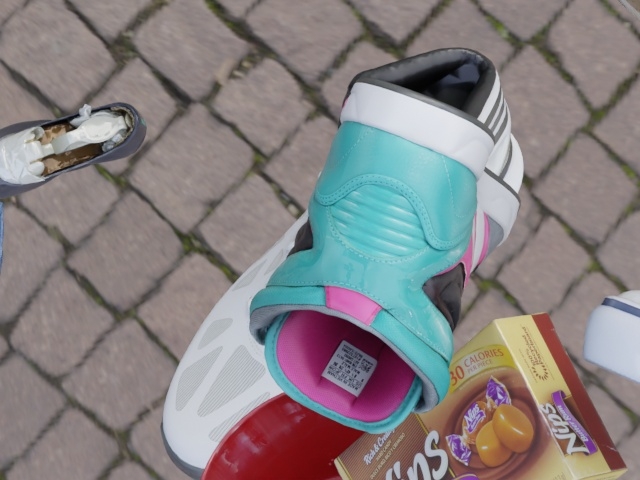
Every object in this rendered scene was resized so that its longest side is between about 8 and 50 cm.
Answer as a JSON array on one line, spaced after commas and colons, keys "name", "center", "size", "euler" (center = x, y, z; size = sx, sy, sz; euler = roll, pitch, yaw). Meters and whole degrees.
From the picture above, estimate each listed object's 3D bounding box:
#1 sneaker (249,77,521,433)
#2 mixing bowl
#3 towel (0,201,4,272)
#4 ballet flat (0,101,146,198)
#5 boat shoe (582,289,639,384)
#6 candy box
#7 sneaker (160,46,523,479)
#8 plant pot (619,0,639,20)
[{"name": "sneaker", "center": [0.044, 0.026, 0.906], "size": [0.123, 0.295, 0.178], "euler": [22, 85, 14]}, {"name": "mixing bowl", "center": [0.003, 0.213, 1.175], "size": [0.181, 0.181, 0.098], "euler": [-37, 132, -5]}, {"name": "towel", "center": [-0.321, 0.003, 1.360], "size": [0.067, 0.119, 0.029], "euler": [-8, 124, -6]}, {"name": "ballet flat", "center": [-0.270, -0.095, 1.512], "size": [0.203, 0.074, 0.074], "euler": [-18, 106, -18]}, {"name": "boat shoe", "center": [0.327, 0.048, 0.772], "size": [0.367, 0.136, 0.157], "euler": [15, 89, 21]}, {"name": "candy box", "center": [0.093, 0.138, 0.931], "size": [0.053, 0.187, 0.109], "euler": [-3, 59, -40]}, {"name": "sneaker", "center": [0.000, -0.001, 1.305], "size": [0.169, 0.257, 0.447], "euler": [36, 76, 24]}, {"name": "plant pot", "center": [0.265, -0.275, 0.850], "size": [0.190, 0.284, 0.284], "euler": [-15, 105, -12]}]
